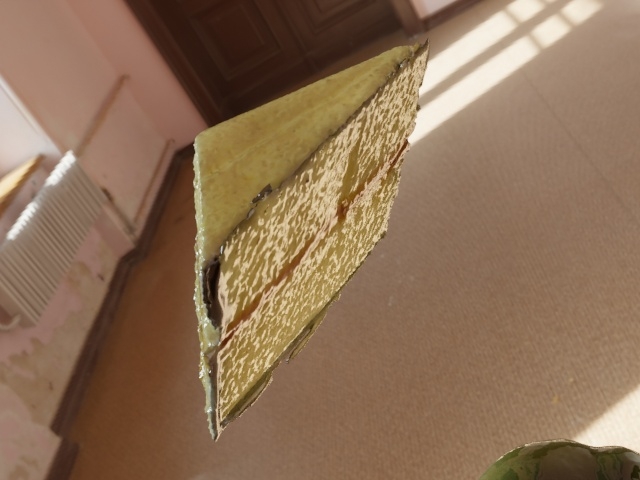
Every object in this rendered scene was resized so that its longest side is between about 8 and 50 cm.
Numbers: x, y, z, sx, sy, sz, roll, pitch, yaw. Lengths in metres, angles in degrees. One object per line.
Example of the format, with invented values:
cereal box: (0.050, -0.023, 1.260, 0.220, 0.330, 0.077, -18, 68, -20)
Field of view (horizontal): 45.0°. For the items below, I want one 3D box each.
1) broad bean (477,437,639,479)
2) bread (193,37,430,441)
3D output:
broad bean: (0.309, 0.355, 0.952, 0.291, 0.119, 0.238, -27, 54, -21)
bread: (0.000, 0.000, 0.960, 0.404, 0.346, 0.242, -18, 47, -9)
